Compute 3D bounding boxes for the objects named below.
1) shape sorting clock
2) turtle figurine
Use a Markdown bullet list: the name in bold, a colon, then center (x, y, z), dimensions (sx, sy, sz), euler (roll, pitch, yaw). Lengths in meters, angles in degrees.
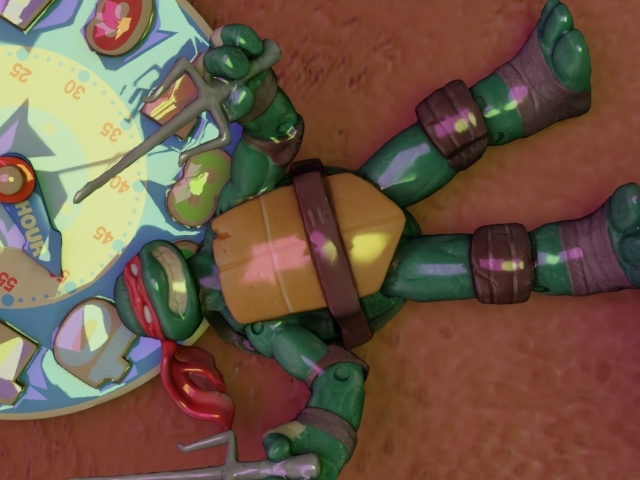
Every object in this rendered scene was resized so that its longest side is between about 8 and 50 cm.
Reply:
- **shape sorting clock**: center (-0.127, -0.027, 0.612), dimensions (0.206, 0.040, 0.206), euler (-1, 98, -6)
- **turtle figurine**: center (0.000, 0.000, 0.564), dimensions (0.234, 0.118, 0.175), euler (-19, 94, 1)
